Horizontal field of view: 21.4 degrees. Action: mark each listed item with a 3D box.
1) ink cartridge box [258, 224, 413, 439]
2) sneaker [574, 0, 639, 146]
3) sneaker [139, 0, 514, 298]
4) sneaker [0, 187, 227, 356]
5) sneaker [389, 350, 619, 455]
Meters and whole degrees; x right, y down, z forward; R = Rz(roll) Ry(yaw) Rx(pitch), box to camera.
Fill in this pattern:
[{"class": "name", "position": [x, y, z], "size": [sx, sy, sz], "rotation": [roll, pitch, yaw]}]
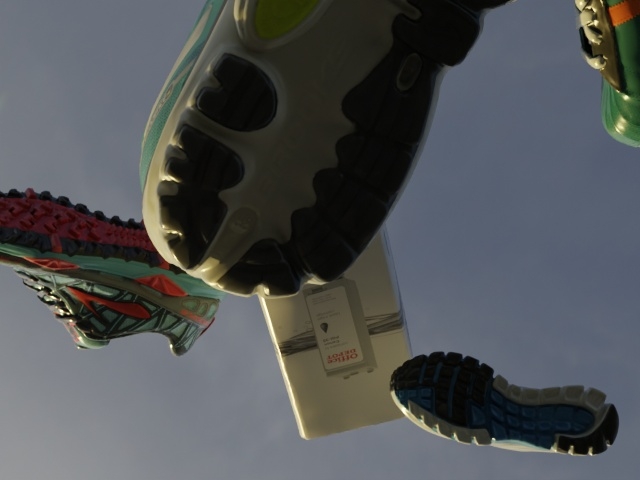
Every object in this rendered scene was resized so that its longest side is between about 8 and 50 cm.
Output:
[{"class": "ink cartridge box", "position": [0.000, 0.000, 1.480], "size": [0.117, 0.207, 0.283], "rotation": [-13, -51, 3]}, {"class": "sneaker", "position": [0.207, -0.214, 1.234], "size": [0.121, 0.108, 0.302], "rotation": [-3, -71, -4]}, {"class": "sneaker", "position": [0.015, -0.113, 0.594], "size": [0.107, 0.110, 0.275], "rotation": [31, -81, -24]}, {"class": "sneaker", "position": [-0.208, 0.042, 1.478], "size": [0.261, 0.104, 0.125], "rotation": [15, -68, -20]}, {"class": "sneaker", "position": [0.141, 0.143, 1.385], "size": [0.190, 0.083, 0.071], "rotation": [16, -106, -13]}]
